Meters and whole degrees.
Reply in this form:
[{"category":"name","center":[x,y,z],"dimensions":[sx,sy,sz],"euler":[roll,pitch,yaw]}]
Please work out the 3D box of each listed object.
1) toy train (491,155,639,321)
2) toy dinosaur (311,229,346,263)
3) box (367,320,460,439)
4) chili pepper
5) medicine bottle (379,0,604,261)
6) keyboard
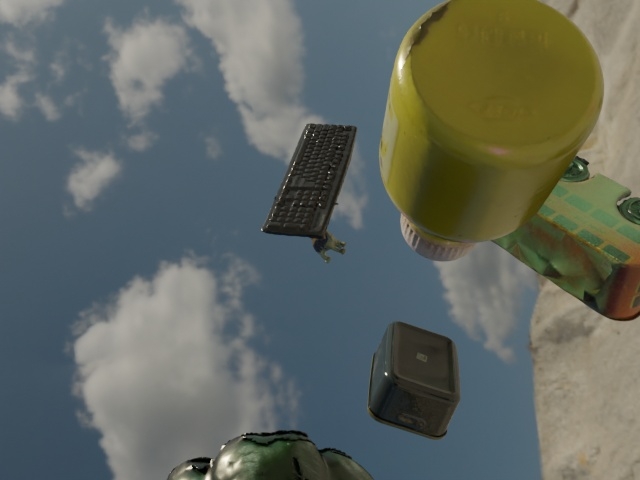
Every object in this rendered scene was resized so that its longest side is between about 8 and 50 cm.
[{"category":"toy train","center":[0.229,-0.011,0.637],"dimensions":[0.099,0.188,0.072],"euler":[-27,-43,-28]},{"category":"toy dinosaur","center":[0.012,0.009,1.161],"dimensions":[0.058,0.180,0.037],"euler":[40,-109,5]},{"category":"box","center":[0.167,0.236,1.277],"dimensions":[0.201,0.144,0.090],"euler":[-72,1,-63]},{"category":"chili pepper","center":[-0.053,0.344,0.733],"dimensions":[0.233,0.248,0.257],"euler":[33,-158,-32]},{"category":"medicine bottle","center":[0.100,-0.055,0.504],"dimensions":[0.212,0.121,0.122],"euler":[93,178,-66]},{"category":"keyboard","center":[-0.006,-0.088,0.984],"dimensions":[0.250,0.087,0.017],"euler":[-71,-19,-48]}]
